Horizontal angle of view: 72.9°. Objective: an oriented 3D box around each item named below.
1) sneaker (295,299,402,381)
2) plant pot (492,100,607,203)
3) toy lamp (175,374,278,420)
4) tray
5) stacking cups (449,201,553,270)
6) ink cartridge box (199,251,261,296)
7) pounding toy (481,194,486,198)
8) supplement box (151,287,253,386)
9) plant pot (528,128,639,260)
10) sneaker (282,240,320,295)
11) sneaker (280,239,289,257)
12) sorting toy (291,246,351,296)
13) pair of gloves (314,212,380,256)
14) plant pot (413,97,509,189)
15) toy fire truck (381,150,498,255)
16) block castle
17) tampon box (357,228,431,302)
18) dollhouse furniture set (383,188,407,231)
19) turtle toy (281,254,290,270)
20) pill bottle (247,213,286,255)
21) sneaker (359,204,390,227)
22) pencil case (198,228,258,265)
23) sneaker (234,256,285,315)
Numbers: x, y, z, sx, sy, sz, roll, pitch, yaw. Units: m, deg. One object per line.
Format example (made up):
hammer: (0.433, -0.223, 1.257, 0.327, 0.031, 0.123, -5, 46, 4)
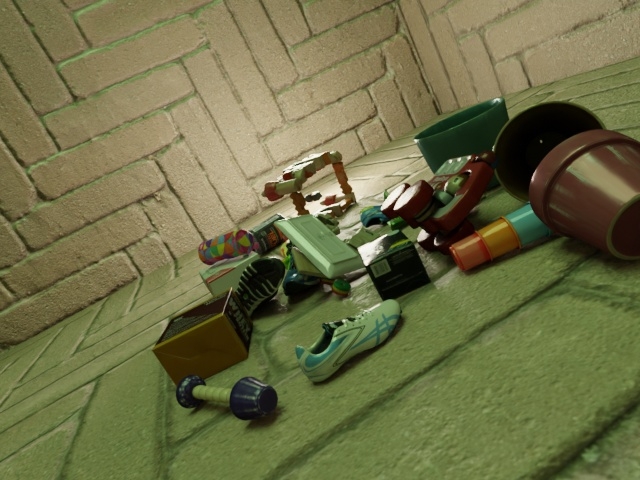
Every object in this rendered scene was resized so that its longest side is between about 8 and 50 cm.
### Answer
sneaker: (0.060, 0.177, 0.837, 0.237, 0.086, 0.085, -31, 13, -21)
plant pot: (0.571, -0.217, 1.089, 0.237, 0.236, 0.254, -19, 2, 29)
toy lamp: (-0.188, 0.304, 0.848, 0.275, 0.080, 0.080, -16, 18, 42)
tray: (0.000, 0.000, 1.220, 0.145, 0.030, 0.270, -14, 44, -38)
stacking cups: (0.426, -0.037, 0.911, 0.317, 0.095, 0.096, -25, 14, 10)
ink cartridge box: (-0.329, 0.132, 1.631, 0.207, 0.117, 0.283, -32, 15, -17)
pounding toy: (0.401, -0.113, 1.264, 0.130, 0.100, 0.141, -36, 7, 26)
supplement box: (-0.294, 0.248, 1.128, 0.192, 0.129, 0.194, -27, 14, 2)
plant pot: (0.494, -0.067, 0.737, 0.202, 0.201, 0.180, -24, 29, 11)
sneaker: (-0.063, 0.056, 1.359, 0.130, 0.147, 0.330, -23, 16, 18)
sneaker: (-0.114, 0.040, 1.675, 0.094, 0.081, 0.208, -31, 6, 13)
sorting toy: (-0.014, 0.073, 1.205, 0.133, 0.046, 0.274, 11, 23, -18)
pair of gloves: (0.056, -0.012, 1.348, 0.241, 0.042, 0.204, 21, 26, 8)
plant pot: (0.485, -0.286, 1.403, 0.293, 0.235, 0.293, -26, 14, 7)
toy fire truck: (0.306, -0.115, 1.058, 0.253, 0.169, 0.302, -50, 8, -1)
block castle: (-0.049, -0.206, 1.961, 0.213, 0.302, 0.453, -8, 23, 36)
tampon box: (0.169, 0.055, 1.033, 0.121, 0.101, 0.161, -26, 14, 3)
dollhouse furniture set: (0.231, -0.096, 1.447, 0.059, 0.076, 0.151, -25, 49, -6)
turtle toy: (-0.094, 0.076, 1.504, 0.095, 0.066, 0.130, -51, 6, 19)
pill bottle: (-0.263, -0.014, 2.005, 0.246, 0.130, 0.131, -35, 16, -28)
sneaker: (0.245, -0.095, 1.539, 0.210, 0.069, 0.082, -18, 47, 3)
pencil case: (-0.346, 0.028, 1.597, 0.237, 0.104, 0.104, -12, 20, 36)
sneaker: (-0.162, 0.119, 1.283, 0.281, 0.106, 0.163, -46, -9, 36)
